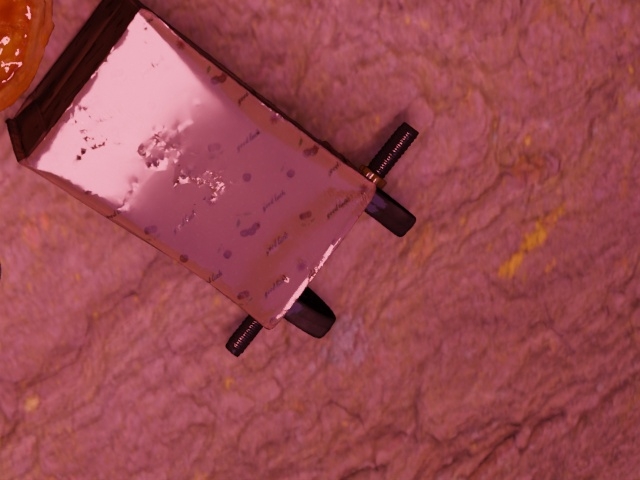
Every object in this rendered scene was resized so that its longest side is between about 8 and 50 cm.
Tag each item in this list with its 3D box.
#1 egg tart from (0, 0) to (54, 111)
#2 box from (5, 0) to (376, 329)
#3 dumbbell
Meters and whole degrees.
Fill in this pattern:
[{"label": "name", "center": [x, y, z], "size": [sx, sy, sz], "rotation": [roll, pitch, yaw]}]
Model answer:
[{"label": "egg tart", "center": [-0.370, -0.218, 1.396], "size": [0.241, 0.106, 0.241], "rotation": [-13, 121, -23]}, {"label": "box", "center": [-0.133, -0.088, 1.471], "size": [0.297, 0.225, 0.190], "rotation": [35, 95, -21]}, {"label": "dumbbell", "center": [0.000, 0.000, 1.660], "size": [0.143, 0.143, 0.325], "rotation": [34, 96, -34]}]
